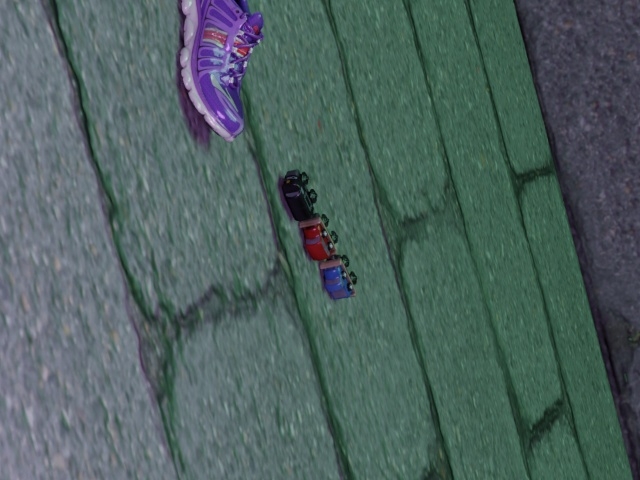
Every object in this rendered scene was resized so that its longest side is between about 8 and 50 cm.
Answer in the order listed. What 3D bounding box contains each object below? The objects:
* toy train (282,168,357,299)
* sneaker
[{"bbox_3d":[0.000,0.000,1.688,0.036,0.027,0.158,-72,143,-50],"label":"toy train"},{"bbox_3d":[-0.082,-0.170,1.511,0.068,0.071,0.170,38,43,-60],"label":"sneaker"}]
